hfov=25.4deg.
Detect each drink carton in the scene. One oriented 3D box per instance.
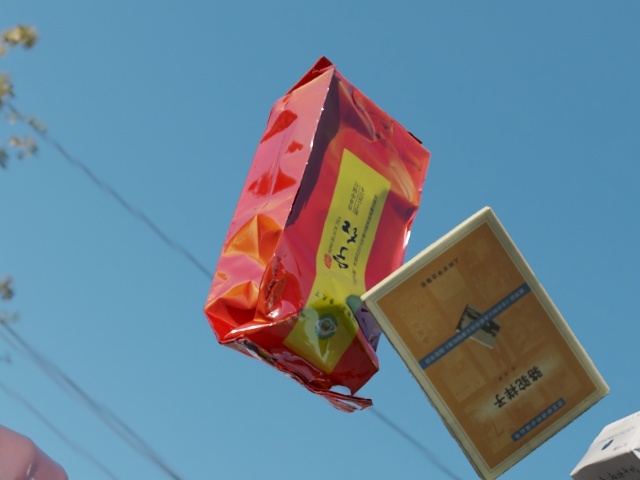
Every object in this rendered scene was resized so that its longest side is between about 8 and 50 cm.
[{"bbox_3d":[0.432,0.315,1.721,0.222,0.102,0.134,46,-32,-2],"label":"drink carton"}]

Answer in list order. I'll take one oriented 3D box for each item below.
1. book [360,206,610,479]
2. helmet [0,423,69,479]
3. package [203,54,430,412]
[{"bbox_3d":[0.173,0.110,1.479,0.241,0.170,0.018,55,-7,-9],"label":"book"},{"bbox_3d":[-0.450,0.399,1.900,0.197,0.271,0.338,21,-60,-5],"label":"helmet"},{"bbox_3d":[0.001,-0.001,1.597,0.196,0.423,0.123,37,-42,-28],"label":"package"}]
